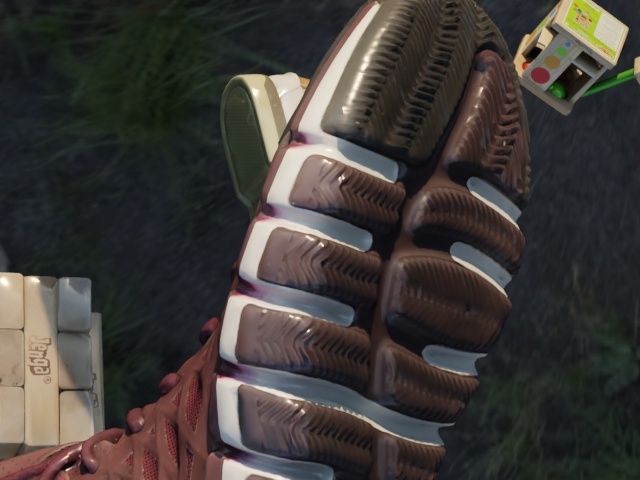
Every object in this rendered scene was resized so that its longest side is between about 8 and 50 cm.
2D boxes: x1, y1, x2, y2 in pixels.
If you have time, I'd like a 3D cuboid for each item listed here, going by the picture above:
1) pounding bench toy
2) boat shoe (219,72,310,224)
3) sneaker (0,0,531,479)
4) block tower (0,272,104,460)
[{"bbox_3d":[0.184,-0.122,1.242,0.083,0.052,0.065,35,131,-7],"label":"pounding bench toy"},{"bbox_3d":[0.000,0.000,1.499,0.103,0.113,0.302,-6,79,-28],"label":"boat shoe"},{"bbox_3d":[-0.042,0.050,0.550,0.162,0.106,0.281,4,73,40],"label":"sneaker"},{"bbox_3d":[-0.269,0.065,0.866,0.335,0.097,0.091,3,71,-17],"label":"block tower"}]
